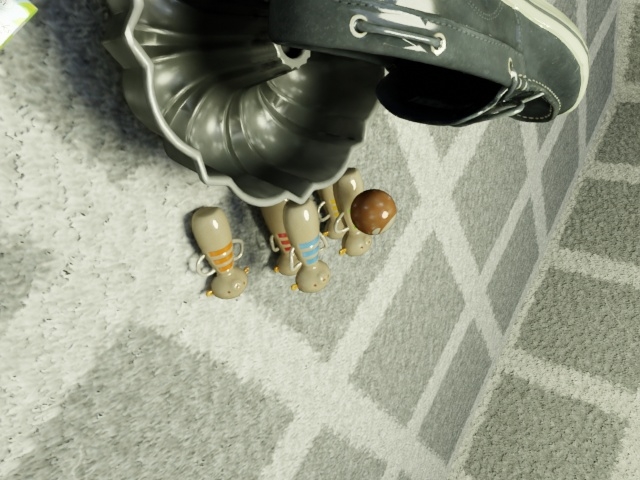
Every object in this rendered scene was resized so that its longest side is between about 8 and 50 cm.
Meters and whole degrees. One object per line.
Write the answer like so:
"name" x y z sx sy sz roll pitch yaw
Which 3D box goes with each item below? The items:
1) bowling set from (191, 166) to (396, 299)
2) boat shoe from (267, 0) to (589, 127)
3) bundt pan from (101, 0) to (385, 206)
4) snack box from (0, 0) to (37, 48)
"bowling set" 0.000 0.000 0.559 0.287 0.200 0.154 -33 128 -33
"boat shoe" 0.141 -0.199 0.472 0.500 0.187 0.156 5 105 -45
"bundt pan" -0.070 -0.205 0.452 0.331 0.124 0.330 -20 117 -45
"snack box" -0.243 -0.114 0.266 0.037 0.141 0.100 45 69 -46
